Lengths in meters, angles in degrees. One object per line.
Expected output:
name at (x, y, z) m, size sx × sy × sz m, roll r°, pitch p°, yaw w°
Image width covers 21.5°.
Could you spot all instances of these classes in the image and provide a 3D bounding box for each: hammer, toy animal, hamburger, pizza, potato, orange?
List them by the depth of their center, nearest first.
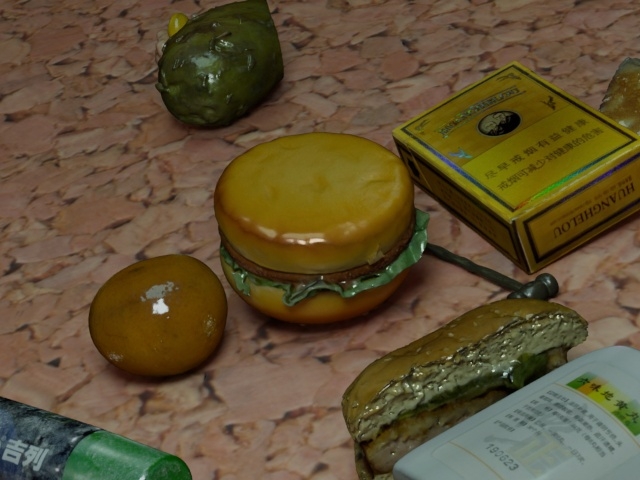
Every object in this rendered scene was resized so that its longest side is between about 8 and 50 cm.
hamburger at (0.133, 0.132, 1.639) m, size 0.262 × 0.124 × 0.131 m, roll -21°, pitch 30°, yaw -14°
orange at (-0.176, 0.085, 1.850) m, size 0.156 × 0.124 × 0.156 m, roll -21°, pitch 14°, yaw 6°
hamburger at (-0.002, 0.000, 1.873) m, size 0.246 × 0.170 × 0.246 m, roll -2°, pitch 39°, yaw 1°
hammer at (0.153, 0.022, 1.919) m, size 0.058 × 0.029 × 0.292 m, roll -28°, pitch 31°, yaw -27°
pizza at (0.405, -0.168, 2.104) m, size 0.185 × 0.052 × 0.195 m, roll -16°, pitch 34°, yaw 10°
potato at (-0.131, -0.266, 2.401) m, size 0.176 × 0.141 × 0.298 m, roll 6°, pitch 35°, yaw 15°
toy animal at (-0.219, -0.300, 2.555) m, size 0.082 × 0.091 × 0.114 m, roll -16°, pitch 28°, yaw 24°

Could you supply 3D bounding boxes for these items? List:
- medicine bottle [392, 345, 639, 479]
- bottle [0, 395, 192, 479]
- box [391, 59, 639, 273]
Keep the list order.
medicine bottle at (0.238, 0.193, 1.499) m, size 0.324 × 0.124 × 0.179 m, roll -28°, pitch 34°, yaw -20°
bottle at (-0.275, 0.219, 1.691) m, size 0.330 × 0.093 × 0.093 m, roll 11°, pitch 38°, yaw 37°
box at (0.239, -0.095, 1.996) m, size 0.192 × 0.084 × 0.301 m, roll -29°, pitch 33°, yaw -12°
